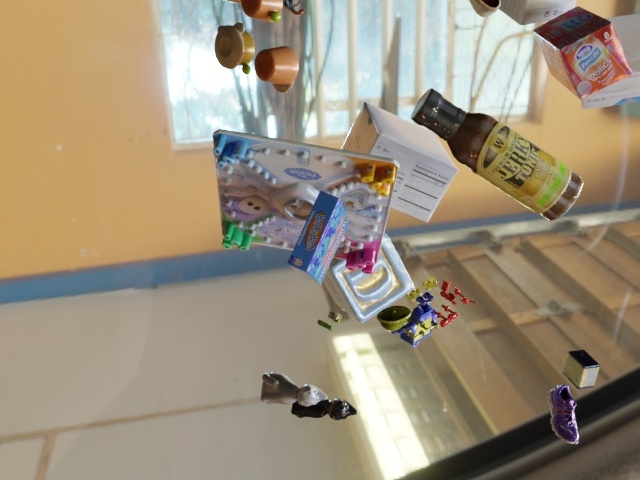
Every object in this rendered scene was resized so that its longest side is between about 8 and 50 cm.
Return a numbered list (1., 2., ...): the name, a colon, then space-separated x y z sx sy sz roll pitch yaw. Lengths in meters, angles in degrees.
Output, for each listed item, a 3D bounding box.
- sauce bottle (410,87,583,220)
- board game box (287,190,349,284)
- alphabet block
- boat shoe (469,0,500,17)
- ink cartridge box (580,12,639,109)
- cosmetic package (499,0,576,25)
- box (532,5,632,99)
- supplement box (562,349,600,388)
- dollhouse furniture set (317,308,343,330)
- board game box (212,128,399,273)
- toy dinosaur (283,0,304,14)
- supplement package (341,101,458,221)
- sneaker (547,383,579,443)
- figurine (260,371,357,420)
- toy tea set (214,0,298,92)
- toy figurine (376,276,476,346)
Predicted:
1. sauce bottle: 0.329 -0.165 1.355 0.344 0.111 0.111 30 -156 -8
2. board game box: 0.000 0.000 1.482 0.047 0.160 0.210 23 174 11
3. alphabet block: 0.112 0.085 2.007 0.192 0.193 0.197 -31 -162 -10
4. boat shoe: 0.296 -0.515 1.394 0.063 0.170 0.059 -43 -167 -3
5. ink cartridge box: 0.800 -0.487 1.968 0.171 0.168 0.232 -5 168 18
6. cosmetic package: 0.515 -0.637 1.738 0.151 0.151 0.184 -12 -137 -17
7. box: 0.584 -0.428 1.612 0.122 0.128 0.257 -27 -159 14
8. supplement box: 0.779 0.385 2.139 0.056 0.083 0.083 -3 -154 -16
9. dollhouse furniture set: 0.051 0.254 2.636 0.058 0.152 0.076 25 168 19
10. board game box: -0.044 -0.070 1.604 0.390 0.390 0.050 10 -124 3
11. toy dinosaur: -0.071 -0.571 1.744 0.047 0.090 0.082 -5 -114 -30
12. supplement package: 0.177 -0.190 1.685 0.204 0.145 0.262 21 -156 -14
13. sneaker: 0.663 0.467 1.938 0.068 0.071 0.170 10 -132 -16
14. figurine: -0.033 0.437 1.985 0.209 0.092 0.215 -3 152 44
15. toy tea set: -0.125 -0.451 1.421 0.200 0.336 0.124 -12 -178 44
16. toy figurine: 0.341 0.303 2.443 0.191 0.217 0.362 34 -139 31
